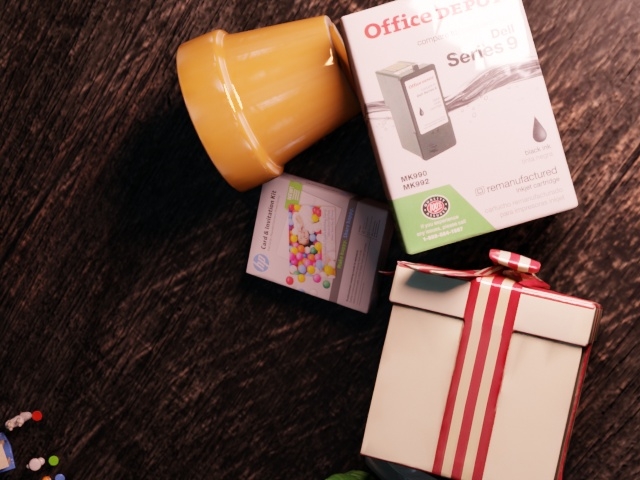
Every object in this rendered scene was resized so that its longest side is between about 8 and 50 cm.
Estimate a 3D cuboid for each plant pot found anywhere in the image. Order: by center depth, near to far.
[{"bbox_3d":[-0.053,-0.189,1.538,0.187,0.205,0.205,-21,91,12],"label":"plant pot"}]

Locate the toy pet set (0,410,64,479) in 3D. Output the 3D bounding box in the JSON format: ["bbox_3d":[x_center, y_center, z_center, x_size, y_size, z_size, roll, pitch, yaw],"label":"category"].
[{"bbox_3d":[-0.476,0.336,1.923,0.114,0.065,0.122,-18,96,-7],"label":"toy pet set"}]

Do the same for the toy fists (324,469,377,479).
[{"bbox_3d":[0.062,0.448,1.625,0.096,0.142,0.279,-16,93,28],"label":"toy fists"}]

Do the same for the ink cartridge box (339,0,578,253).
[{"bbox_3d":[0.157,-0.151,1.435,0.211,0.121,0.289,-16,93,3],"label":"ink cartridge box"}]

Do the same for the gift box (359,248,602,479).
[{"bbox_3d":[0.176,0.137,1.413,0.276,0.255,0.258,14,90,10],"label":"gift box"}]

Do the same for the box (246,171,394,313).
[{"bbox_3d":[0.000,0.000,1.626,0.186,0.038,0.145,19,107,23],"label":"box"}]

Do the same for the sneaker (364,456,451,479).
[{"bbox_3d":[0.170,0.334,1.589,0.271,0.100,0.108,42,139,9],"label":"sneaker"}]
